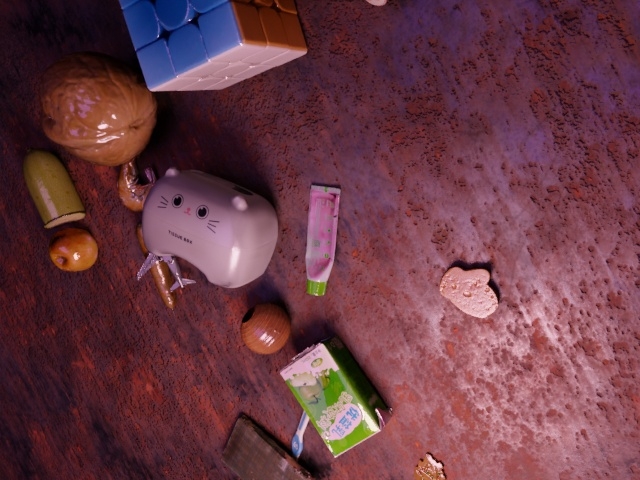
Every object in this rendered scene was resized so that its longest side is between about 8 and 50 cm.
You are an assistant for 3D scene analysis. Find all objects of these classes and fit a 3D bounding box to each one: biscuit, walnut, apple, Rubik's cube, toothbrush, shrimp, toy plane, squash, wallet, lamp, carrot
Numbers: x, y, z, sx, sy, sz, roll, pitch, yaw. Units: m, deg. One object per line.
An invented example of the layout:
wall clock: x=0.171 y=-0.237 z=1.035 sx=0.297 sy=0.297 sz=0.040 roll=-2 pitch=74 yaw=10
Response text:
biscuit: x=0.347 y=0.109 z=1.476 sx=0.140 sy=0.023 sz=0.118 roll=42 pitch=117 yaw=14
walnut: x=-0.596 y=-0.350 z=1.724 sx=0.333 sy=0.333 sz=0.332 roll=7 pitch=105 yaw=27
biscuit: x=0.270 y=0.580 z=1.630 sx=0.092 sy=0.016 sz=0.082 roll=-34 pitch=85 yaw=28
apple: x=-0.763 y=0.028 z=1.986 sx=0.146 sy=0.146 sz=0.146 roll=7 pitch=105 yaw=27
Rubik's cube: x=-0.249 y=-0.528 z=1.490 sx=0.290 sy=0.291 sz=0.291 roll=-16 pitch=93 yaw=30
toothbrush: x=-0.059 y=0.558 z=1.795 sx=0.040 sy=0.040 sz=0.386 roll=26 pitch=109 yaw=21
shrimp: x=-0.522 y=-0.173 z=1.866 sx=0.132 sy=0.051 sz=0.187 roll=6 pitch=111 yaw=7
toy plane: x=-0.428 y=0.036 z=1.821 sx=0.226 sy=0.058 sz=0.226 roll=-21 pitch=107 yaw=4
squash: x=-0.822 y=-0.170 z=1.973 sx=0.132 sy=0.132 sz=0.247 roll=-23 pitch=89 yaw=30
wallet: x=-0.142 y=0.644 z=1.811 sx=0.317 sy=0.044 sz=0.169 roll=32 pitch=109 yaw=30
lamp: x=-0.143 y=0.231 z=1.701 sx=0.136 sy=0.136 sz=0.136 roll=7 pitch=105 yaw=27
carrot: x=-0.468 y=0.083 z=1.879 sx=0.078 sy=0.078 sz=0.298 roll=-9 pitch=101 yaw=29

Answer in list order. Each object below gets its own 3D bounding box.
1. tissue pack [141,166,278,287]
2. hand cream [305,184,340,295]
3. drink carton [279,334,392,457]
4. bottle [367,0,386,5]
tissue pack: x=-0.279 y=-0.050 z=1.651 sx=0.333 sy=0.229 sz=0.236 roll=23 pitch=112 yaw=21
hand cream: x=-0.001 y=0.000 z=1.629 sx=0.079 sy=0.050 sz=0.275 roll=5 pitch=100 yaw=1
drink carton: x=0.040 y=0.386 z=1.646 sx=0.161 sy=0.108 sz=0.271 roll=-37 pitch=82 yaw=22
bottle: x=0.077 y=-0.588 z=1.395 sx=0.237 sy=0.147 sz=0.147 roll=19 pitch=110 yaw=15
